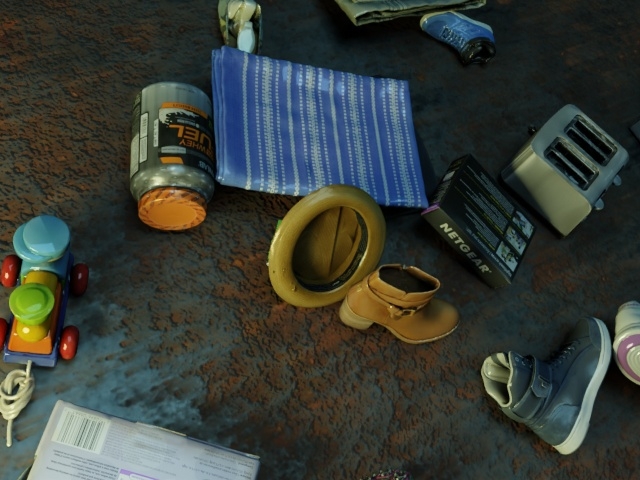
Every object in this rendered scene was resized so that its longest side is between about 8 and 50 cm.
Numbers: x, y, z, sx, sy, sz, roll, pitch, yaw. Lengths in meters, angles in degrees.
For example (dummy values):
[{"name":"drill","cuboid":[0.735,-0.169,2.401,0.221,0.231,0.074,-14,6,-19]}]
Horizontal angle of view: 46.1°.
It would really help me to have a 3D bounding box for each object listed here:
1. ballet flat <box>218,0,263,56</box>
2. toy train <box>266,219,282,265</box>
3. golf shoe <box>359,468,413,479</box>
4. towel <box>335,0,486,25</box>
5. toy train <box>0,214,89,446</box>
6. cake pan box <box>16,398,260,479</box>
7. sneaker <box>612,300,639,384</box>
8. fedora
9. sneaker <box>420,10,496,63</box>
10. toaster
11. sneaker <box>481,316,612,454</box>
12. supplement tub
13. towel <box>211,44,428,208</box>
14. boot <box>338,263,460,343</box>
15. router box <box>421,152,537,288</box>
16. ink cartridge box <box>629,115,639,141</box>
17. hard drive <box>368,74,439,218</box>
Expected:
[{"name":"ballet flat","cuboid":[-0.126,-0.342,1.234,0.077,0.079,0.221,4,62,-17]},{"name":"toy train","cuboid":[-0.062,0.006,1.111,0.024,0.017,0.083,14,59,-2]},{"name":"golf shoe","cuboid":[0.053,0.362,0.944,0.186,0.068,0.085,-31,106,-33]},{"name":"towel","cuboid":[0.123,-0.535,1.412,0.312,0.056,0.324,-16,59,-27]},{"name":"toy train","cuboid":[-0.337,0.102,0.881,0.105,0.143,0.247,8,61,-16]},{"name":"cake pan box","cuboid":[-0.224,0.333,0.847,0.267,0.070,0.245,19,56,-10]},{"name":"sneaker","cuboid":[0.580,0.208,1.182,0.305,0.114,0.152,43,29,-10]},{"name":"fedora","cuboid":[0.000,0.000,1.070,0.195,0.194,0.079,-9,31,-24]},{"name":"sneaker","cuboid":[0.262,-0.378,1.409,0.152,0.058,0.084,11,51,-22]},{"name":"toaster","cuboid":[0.420,-0.128,1.305,0.186,0.110,0.168,44,57,6]},{"name":"sneaker","cuboid":[0.337,0.179,1.125,0.163,0.086,0.226,31,58,-5]},{"name":"supplement tub","cuboid":[-0.209,-0.118,1.063,0.117,0.117,0.190,3,63,-19]},{"name":"towel","cuboid":[0.000,-0.172,1.141,0.336,0.040,0.243,5,62,-20]},{"name":"boot","cuboid":[0.136,0.087,1.059,0.197,0.152,0.072,3,62,-19]},{"name":"router box","cuboid":[0.257,-0.031,1.202,0.179,0.046,0.133,45,55,-14]},{"name":"ink cartridge box","cuboid":[0.779,-0.114,1.462,0.176,0.069,0.370,-23,76,-29]},{"name":"hard drive","cuboid":[0.086,-0.159,1.230,0.172,0.054,0.254,-14,69,-26]}]
